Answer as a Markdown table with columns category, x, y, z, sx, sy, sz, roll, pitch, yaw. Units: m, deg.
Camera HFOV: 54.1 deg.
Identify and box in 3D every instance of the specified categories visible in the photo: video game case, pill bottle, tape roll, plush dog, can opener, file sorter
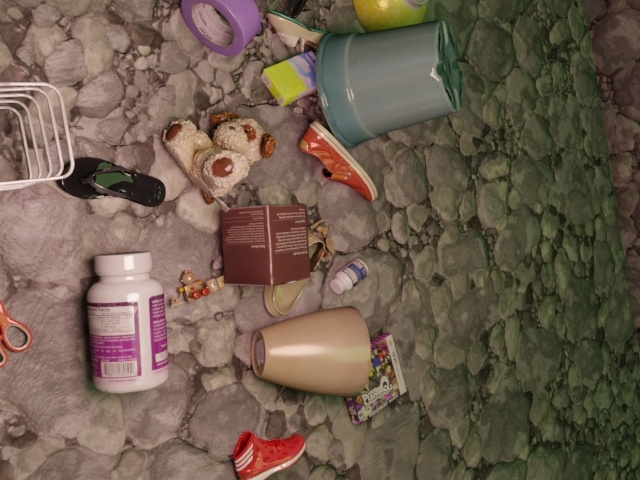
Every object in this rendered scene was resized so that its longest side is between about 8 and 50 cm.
| category | x | y | z | sx | sy | sz | roll | pitch | yaw |
| --- | --- | --- | --- | --- | --- | --- | --- | --- | --- |
| video game case | 0.164 | 0.436 | 1.994 | 0.232 | 0.042 | 0.210 | -23 | 103 | -37 |
| pill bottle | -0.437 | 0.178 | 1.421 | 0.169 | 0.169 | 0.301 | -4 | 93 | -39 |
| pill bottle | 0.086 | 0.112 | 1.916 | 0.120 | 0.067 | 0.067 | -36 | 111 | -34 |
| tape roll | -0.248 | -0.561 | 1.568 | 0.189 | 0.189 | 0.080 | 49 | 61 | -28 |
| plush dog | -0.230 | -0.220 | 1.587 | 0.225 | 0.262 | 0.210 | -45 | 150 | -20 |
| can opener | -0.048 | -0.713 | 1.805 | 0.059 | 0.073 | 0.186 | 53 | 55 | -34 |
| file sorter | -0.614 | -0.190 | 1.208 | 0.173 | 0.278 | 0.193 | -14 | 98 | -41 |

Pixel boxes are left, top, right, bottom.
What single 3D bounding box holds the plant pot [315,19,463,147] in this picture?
| category | x | y | z | sx | sy | sz | roll | pitch | yaw |
| --- | --- | --- | --- | --- | --- | --- | --- | --- | --- |
| plant pot | 0.211 | -0.457 | 1.783 | 0.341 | 0.334 | 0.341 | 19 | 69 | -60 |

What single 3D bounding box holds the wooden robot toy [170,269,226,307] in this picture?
| category | x | y | z | sx | sy | sz | roll | pitch | yaw |
| --- | --- | --- | --- | --- | --- | --- | --- | --- | --- |
| wooden robot toy | -0.317 | 0.108 | 1.587 | 0.173 | 0.076 | 0.079 | -22 | 93 | -38 |

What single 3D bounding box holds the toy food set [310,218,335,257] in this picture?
| category | x | y | z | sx | sy | sz | roll | pitch | yaw |
| --- | --- | --- | --- | --- | --- | --- | --- | --- | --- |
| toy food set | 0.000 | 0.000 | 1.879 | 0.078 | 0.019 | 0.122 | -33 | 117 | -35 |

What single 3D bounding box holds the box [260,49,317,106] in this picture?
| category | x | y | z | sx | sy | sz | roll | pitch | yaw |
| --- | --- | --- | --- | --- | --- | --- | --- | --- | --- |
| box | -0.069 | -0.462 | 1.778 | 0.178 | 0.042 | 0.109 | -33 | 85 | -31 |

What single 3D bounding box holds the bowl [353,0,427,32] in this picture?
| category | x | y | z | sx | sy | sz | roll | pitch | yaw |
| --- | --- | --- | --- | --- | --- | --- | --- | --- | --- |
| bowl | 0.257 | -0.790 | 2.007 | 0.289 | 0.156 | 0.289 | 0 | 89 | -40 |

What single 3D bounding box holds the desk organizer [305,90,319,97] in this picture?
| category | x | y | z | sx | sy | sz | roll | pitch | yaw |
| --- | --- | --- | --- | --- | --- | --- | --- | --- | --- |
| desk organizer | 0.018 | -0.454 | 1.878 | 0.130 | 0.047 | 0.050 | -2 | 89 | -40 |

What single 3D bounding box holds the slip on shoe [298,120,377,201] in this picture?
| category | x | y | z | sx | sy | sz | roll | pitch | yaw |
| --- | --- | --- | --- | --- | --- | --- | --- | --- | --- |
| slip on shoe | 0.055 | -0.219 | 1.879 | 0.101 | 0.123 | 0.331 | -45 | 127 | 5 |

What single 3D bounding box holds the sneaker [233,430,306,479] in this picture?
| category | x | y | z | sx | sy | sz | roll | pitch | yaw |
| --- | --- | --- | --- | --- | --- | --- | --- | --- | --- |
| sneaker | -0.140 | 0.564 | 1.716 | 0.221 | 0.087 | 0.128 | -26 | 107 | -38 |

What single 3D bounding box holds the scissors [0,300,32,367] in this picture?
| category | x | y | z | sx | sy | sz | roll | pitch | yaw |
| --- | --- | --- | --- | --- | --- | --- | --- | --- | --- |
| scissors | -0.695 | 0.120 | 1.302 | 0.109 | 0.021 | 0.297 | -26 | 107 | -35 |

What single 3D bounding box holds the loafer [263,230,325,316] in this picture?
| category | x | y | z | sx | sy | sz | roll | pitch | yaw |
| --- | --- | --- | --- | --- | --- | --- | --- | --- | --- |
| loafer | -0.071 | 0.091 | 1.766 | 0.102 | 0.092 | 0.268 | 33 | 73 | -34 |

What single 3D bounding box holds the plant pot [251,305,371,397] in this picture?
| category | x | y | z | sx | sy | sz | roll | pitch | yaw |
| --- | --- | --- | --- | --- | --- | --- | --- | --- | --- |
| plant pot | -0.041 | 0.305 | 1.720 | 0.274 | 0.256 | 0.256 | 4 | 87 | -23 |

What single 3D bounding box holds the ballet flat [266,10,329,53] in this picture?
| category | x | y | z | sx | sy | sz | roll | pitch | yaw |
| --- | --- | --- | --- | --- | --- | --- | --- | --- | --- |
| ballet flat | -0.056 | -0.584 | 1.803 | 0.248 | 0.086 | 0.086 | 6 | 86 | -40 |

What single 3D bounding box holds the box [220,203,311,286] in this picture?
| category | x | y | z | sx | sy | sz | roll | pitch | yaw |
| --- | --- | --- | --- | --- | --- | --- | --- | --- | --- |
| box | -0.143 | 0.008 | 1.642 | 0.168 | 0.167 | 0.203 | -6 | 94 | -55 |

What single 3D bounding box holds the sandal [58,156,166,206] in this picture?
| category | x | y | z | sx | sy | sz | roll | pitch | yaw |
| --- | --- | --- | --- | --- | --- | --- | --- | --- | --- |
| sandal | -0.476 | -0.138 | 1.463 | 0.254 | 0.054 | 0.097 | 6 | 86 | -39 |
